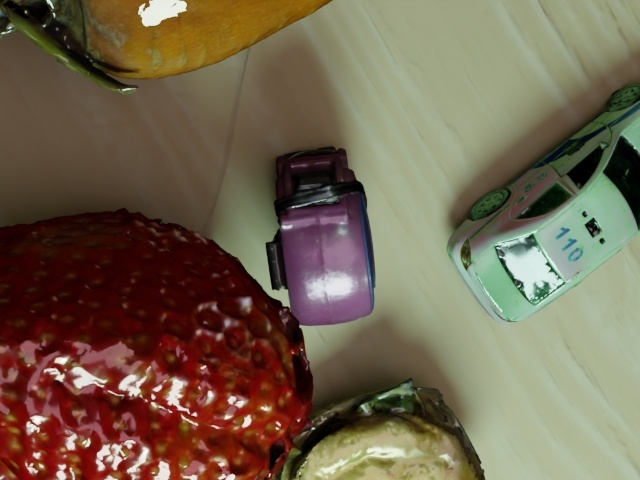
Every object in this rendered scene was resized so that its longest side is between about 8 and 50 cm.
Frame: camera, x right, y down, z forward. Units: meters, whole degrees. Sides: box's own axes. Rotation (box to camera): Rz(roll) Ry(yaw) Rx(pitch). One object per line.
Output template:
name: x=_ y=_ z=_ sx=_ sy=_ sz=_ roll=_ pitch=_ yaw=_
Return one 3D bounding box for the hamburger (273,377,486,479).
hamburger: x=0.046 y=0.152 z=1.467 sx=0.176 sy=0.087 sz=0.102 roll=0 pitch=91 yaw=-10

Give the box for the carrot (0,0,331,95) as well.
carrot: x=-0.098 y=-0.207 z=1.263 sx=0.331 sy=0.214 sz=0.193 roll=-24 pitch=108 yaw=-8

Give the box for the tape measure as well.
tape measure: x=0.000 y=0.000 z=1.392 sx=0.074 sy=0.125 sz=0.118 roll=-7 pitch=102 yaw=2

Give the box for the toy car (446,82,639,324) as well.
toy car: x=0.204 y=-0.028 z=1.476 sx=0.224 sy=0.076 sz=0.090 roll=-38 pitch=110 yaw=-6

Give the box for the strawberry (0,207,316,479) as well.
strawberry: x=-0.161 y=0.094 z=1.291 sx=0.288 sy=0.238 sz=0.250 roll=27 pitch=83 yaw=-46
